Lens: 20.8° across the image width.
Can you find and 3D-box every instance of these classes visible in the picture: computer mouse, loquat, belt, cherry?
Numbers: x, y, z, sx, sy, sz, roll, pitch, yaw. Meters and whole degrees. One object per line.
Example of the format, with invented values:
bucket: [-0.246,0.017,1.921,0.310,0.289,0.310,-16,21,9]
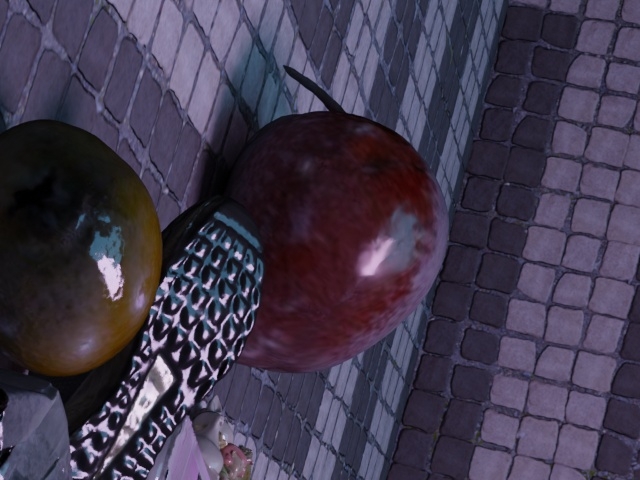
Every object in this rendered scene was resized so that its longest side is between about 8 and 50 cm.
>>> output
computer mouse: [-0.155,0.252,1.763,0.245,0.056,0.126,79,25,-60]
loquat: [-0.217,0.004,1.435,0.179,0.179,0.227,-63,161,-47]
belt: [-0.275,0.221,1.399,0.184,0.164,0.289,-55,151,-47]
cherry: [0.000,0.001,2.138,0.335,0.291,0.326,-61,-179,12]

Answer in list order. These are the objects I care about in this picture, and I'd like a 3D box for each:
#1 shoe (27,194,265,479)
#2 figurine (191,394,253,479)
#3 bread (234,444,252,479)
shoe: [-0.189,0.096,1.610,0.132,0.171,0.336,39,82,-42]
figurine: [-0.138,0.265,2.184,0.098,0.081,0.146,61,24,-9]
bread: [-0.122,0.369,2.460,0.068,0.028,0.153,-22,122,-72]
